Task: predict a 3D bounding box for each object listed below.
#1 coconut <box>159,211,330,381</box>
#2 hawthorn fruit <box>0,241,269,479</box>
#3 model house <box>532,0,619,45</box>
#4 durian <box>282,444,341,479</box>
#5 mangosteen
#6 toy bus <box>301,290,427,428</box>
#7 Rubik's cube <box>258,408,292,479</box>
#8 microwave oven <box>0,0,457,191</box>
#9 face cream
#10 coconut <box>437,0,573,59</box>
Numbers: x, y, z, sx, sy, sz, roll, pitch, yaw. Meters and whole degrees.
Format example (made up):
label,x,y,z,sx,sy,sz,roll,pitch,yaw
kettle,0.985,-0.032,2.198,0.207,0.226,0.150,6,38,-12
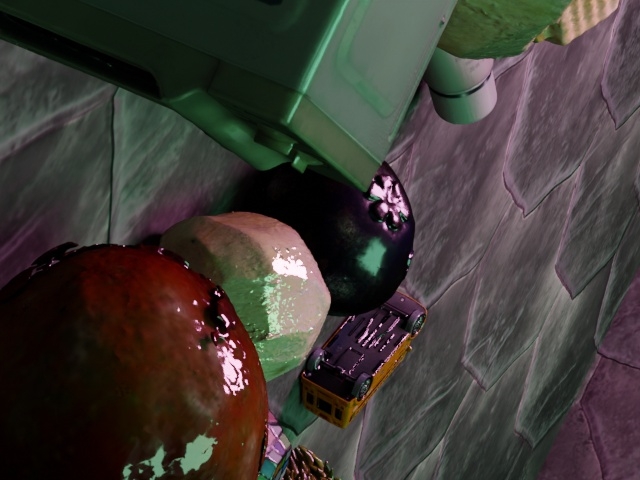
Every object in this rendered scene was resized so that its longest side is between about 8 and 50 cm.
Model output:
label,x,y,z,sx,sy,sz,roll,pitch,yaw
coconut,-0.083,0.058,1.907,0.194,0.194,0.194,-50,153,-36
hawthorn fruit,-0.191,0.159,1.627,0.316,0.316,0.316,-50,153,-36
model house,0.322,-0.372,2.411,0.234,0.174,0.193,-64,159,-15
durian,-0.047,0.396,2.312,0.163,0.198,0.394,-39,148,-52
mangosteen,0.000,0.000,2.068,0.230,0.194,0.194,-38,-177,43
toy bus,0.056,0.148,2.453,0.194,0.083,0.088,-47,155,-36
Rubik's cube,-0.097,0.244,2.138,0.112,0.133,0.133,-25,138,-32
microwave oven,-0.085,-0.226,1.358,0.286,0.355,0.218,-65,159,-5
face cream,0.149,-0.269,2.249,0.143,0.089,0.314,-53,147,-28
coconut,0.166,-0.341,1.960,0.297,0.254,0.297,-57,-178,3
